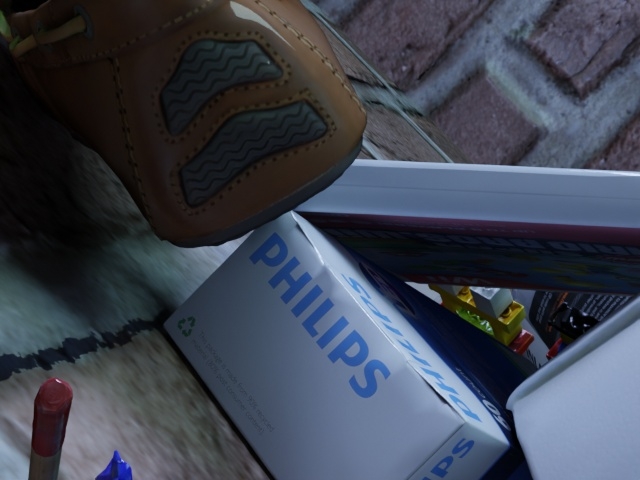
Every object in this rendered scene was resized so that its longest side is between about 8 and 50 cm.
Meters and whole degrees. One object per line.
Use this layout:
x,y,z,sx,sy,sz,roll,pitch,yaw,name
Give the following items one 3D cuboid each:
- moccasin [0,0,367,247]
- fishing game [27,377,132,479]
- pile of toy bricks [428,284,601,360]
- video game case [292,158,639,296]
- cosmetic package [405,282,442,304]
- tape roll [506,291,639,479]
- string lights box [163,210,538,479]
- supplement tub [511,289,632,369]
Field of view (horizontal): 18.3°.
-0.093,-0.115,0.871,0.147,0.139,0.380,62,1,-22,moccasin
0.029,0.132,0.476,0.264,0.041,0.189,34,-20,2,fishing game
0.125,0.106,1.096,0.212,0.118,0.105,30,-23,36,pile of toy bricks
0.100,-0.001,0.931,0.204,0.025,0.285,3,-6,17,video game case
0.079,0.034,1.370,0.060,0.041,0.115,37,11,-40,cosmetic package
0.199,0.144,0.797,0.286,0.100,0.286,48,14,-16,tape roll
0.056,0.088,0.878,0.133,0.077,0.259,50,10,33,string lights box
0.292,0.110,1.459,0.207,0.207,0.338,39,10,-33,supplement tub
